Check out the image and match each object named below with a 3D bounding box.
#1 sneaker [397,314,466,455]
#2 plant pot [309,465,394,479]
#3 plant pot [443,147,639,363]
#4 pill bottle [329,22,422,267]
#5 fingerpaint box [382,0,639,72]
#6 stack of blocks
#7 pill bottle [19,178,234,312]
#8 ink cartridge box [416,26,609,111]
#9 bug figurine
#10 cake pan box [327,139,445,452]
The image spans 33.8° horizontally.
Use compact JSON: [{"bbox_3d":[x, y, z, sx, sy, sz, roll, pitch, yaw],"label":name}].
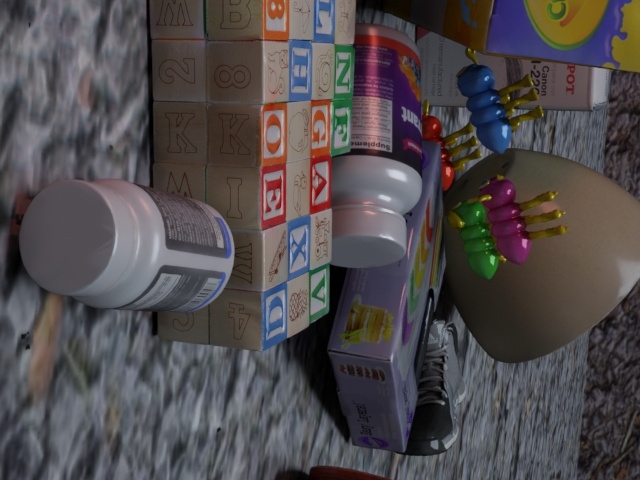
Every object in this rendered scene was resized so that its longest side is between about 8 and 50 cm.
[{"bbox_3d":[0.125,0.162,1.276,0.229,0.086,0.132,-49,134,-71],"label":"sneaker"},{"bbox_3d":[0.068,0.384,0.961,0.265,0.272,0.272,-67,153,-21],"label":"plant pot"},{"bbox_3d":[0.263,-0.009,1.375,0.191,0.284,0.284,45,43,-16],"label":"plant pot"},{"bbox_3d":[0.035,-0.080,0.914,0.108,0.108,0.194,46,42,-61],"label":"pill bottle"},{"bbox_3d":[0.202,-0.396,0.923,0.371,0.163,0.445,-119,-144,-71],"label":"fingerpaint box"},{"bbox_3d":[-0.045,-0.084,0.785,0.171,0.087,0.297,-21,114,-66],"label":"stack of blocks"},{"bbox_3d":[-0.116,0.004,0.645,0.137,0.078,0.078,15,80,-67],"label":"pill bottle"},{"bbox_3d":[0.228,-0.235,1.248,0.092,0.217,0.159,-22,114,-65],"label":"ink cartridge box"},{"bbox_3d":[0.162,-0.070,1.098,0.279,0.072,0.216,135,-65,-78],"label":"bug figurine"},{"bbox_3d":[0.076,0.065,1.091,0.267,0.070,0.246,78,26,-58],"label":"cake pan box"}]
